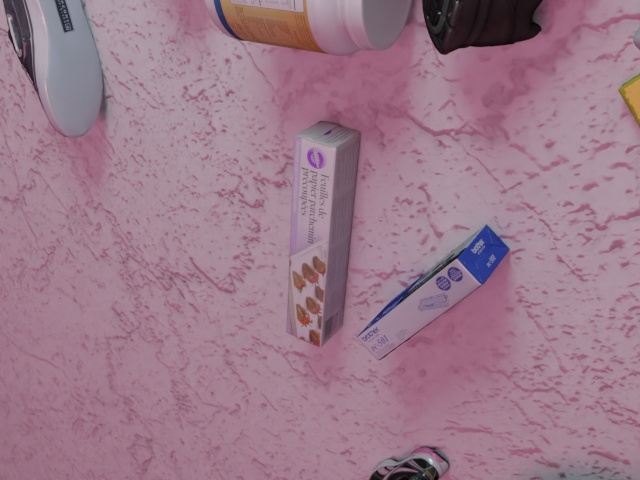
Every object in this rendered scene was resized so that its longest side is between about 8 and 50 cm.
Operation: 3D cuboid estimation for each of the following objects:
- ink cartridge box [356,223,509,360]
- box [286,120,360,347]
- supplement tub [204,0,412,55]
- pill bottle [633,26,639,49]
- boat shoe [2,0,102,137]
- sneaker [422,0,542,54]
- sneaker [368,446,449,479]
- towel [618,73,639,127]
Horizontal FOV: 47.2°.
[{"bbox_3d":[0.138,0.069,0.927,0.046,0.097,0.207,47,132,3],"label":"ink cartridge box"},{"bbox_3d":[0.000,0.000,1.008,0.063,0.067,0.324,21,127,24],"label":"box"},{"bbox_3d":[-0.014,-0.281,0.799,0.200,0.144,0.144,16,124,27],"label":"supplement tub"},{"bbox_3d":[0.386,-0.142,0.608,0.221,0.124,0.124,42,132,2],"label":"pill bottle"},{"bbox_3d":[-0.415,-0.304,1.098,0.102,0.108,0.301,6,116,33],"label":"boat shoe"},{"bbox_3d":[0.184,-0.300,0.662,0.286,0.130,0.109,104,158,-51],"label":"sneaker"},{"bbox_3d":[0.117,0.382,1.138,0.072,0.077,0.178,44,133,8],"label":"sneaker"},{"bbox_3d":[0.397,-0.076,0.713,0.102,0.021,0.237,-31,95,37],"label":"towel"}]
